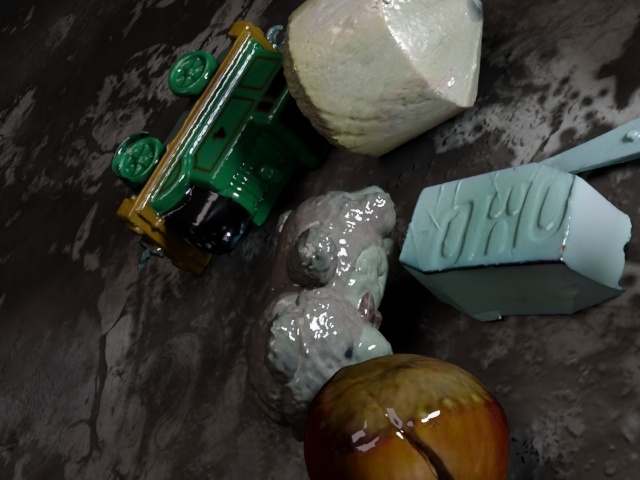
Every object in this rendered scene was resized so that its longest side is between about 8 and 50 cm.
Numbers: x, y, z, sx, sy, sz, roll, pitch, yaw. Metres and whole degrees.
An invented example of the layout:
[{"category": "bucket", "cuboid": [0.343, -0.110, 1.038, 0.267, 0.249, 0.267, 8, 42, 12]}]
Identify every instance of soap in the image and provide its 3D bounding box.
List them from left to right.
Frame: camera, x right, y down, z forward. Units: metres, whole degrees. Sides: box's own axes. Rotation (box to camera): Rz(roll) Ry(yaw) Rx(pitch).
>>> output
[{"category": "soap", "cuboid": [0.200, -0.001, 1.125, 0.230, 0.091, 0.145, -13, 49, 44]}]

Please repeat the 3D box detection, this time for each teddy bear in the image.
[{"category": "teddy bear", "cuboid": [0.006, 0.071, 1.158, 0.151, 0.236, 0.267, -3, 49, 13]}]

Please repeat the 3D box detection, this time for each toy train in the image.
[{"category": "toy train", "cuboid": [-0.125, -0.130, 1.564, 0.249, 0.178, 0.429, 16, 70, 42]}]

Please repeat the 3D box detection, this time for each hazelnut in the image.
[{"category": "hazelnut", "cuboid": [0.079, 0.212, 1.005, 0.208, 0.208, 0.208, -30, 39, 28]}]

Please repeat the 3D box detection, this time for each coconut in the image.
[{"category": "coconut", "cuboid": [0.093, -0.244, 1.363, 0.244, 0.239, 0.239, -34, 38, 28]}]

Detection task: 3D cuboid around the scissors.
[{"category": "scissors", "cuboid": [0.358, -0.116, 1.100, 0.447, 0.029, 0.192, -20, 46, 37]}]
